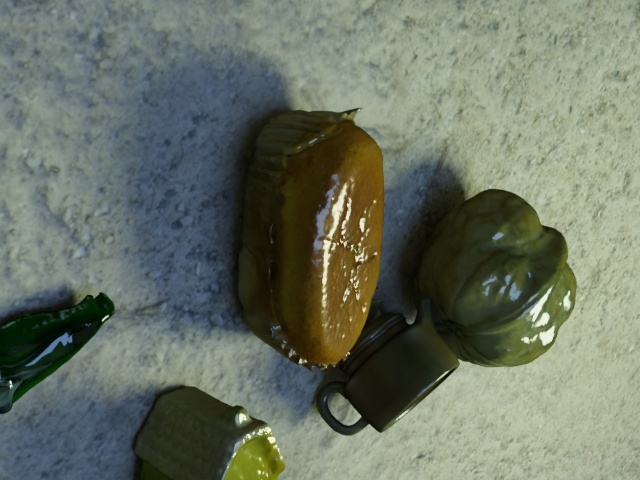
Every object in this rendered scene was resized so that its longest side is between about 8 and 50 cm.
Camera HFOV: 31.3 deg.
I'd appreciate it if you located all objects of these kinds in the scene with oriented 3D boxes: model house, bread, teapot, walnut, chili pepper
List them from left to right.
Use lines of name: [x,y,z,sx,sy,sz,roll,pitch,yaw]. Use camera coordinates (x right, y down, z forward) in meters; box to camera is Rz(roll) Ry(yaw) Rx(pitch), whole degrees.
chili pepper: [-0.357,0.132,1.463,0.216,0.062,0.108,-38,131,-30]
model house: [-0.154,0.330,1.665,0.174,0.193,0.234,-6,109,-44]
bread: [-0.009,0.006,1.672,0.236,0.183,0.389,-28,126,-38]
teapot: [0.101,0.207,1.901,0.267,0.175,0.185,-42,165,5]
walnut: [0.300,0.071,1.967,0.277,0.282,0.253,-53,180,-33]
